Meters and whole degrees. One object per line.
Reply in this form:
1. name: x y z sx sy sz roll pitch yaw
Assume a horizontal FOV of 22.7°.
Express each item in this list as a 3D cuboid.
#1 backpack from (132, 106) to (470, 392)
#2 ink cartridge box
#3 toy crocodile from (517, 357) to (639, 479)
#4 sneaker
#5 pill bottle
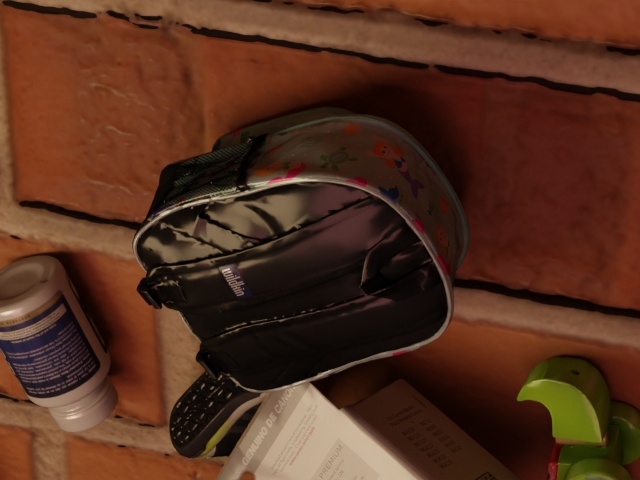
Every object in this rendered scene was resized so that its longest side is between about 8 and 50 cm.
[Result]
1. backpack: 0.000 0.000 1.374 0.253 0.191 0.225 -14 124 34
2. ink cartridge box: 0.026 0.301 1.551 0.272 0.130 0.309 41 116 19
3. toy crocodile: 0.267 0.266 1.548 0.105 0.115 0.340 -2 123 22
4. sneaker: -0.056 0.147 1.594 0.097 0.084 0.234 20 135 -37
5. pill bottle: -0.268 0.107 1.597 0.094 0.094 0.169 -9 123 23
